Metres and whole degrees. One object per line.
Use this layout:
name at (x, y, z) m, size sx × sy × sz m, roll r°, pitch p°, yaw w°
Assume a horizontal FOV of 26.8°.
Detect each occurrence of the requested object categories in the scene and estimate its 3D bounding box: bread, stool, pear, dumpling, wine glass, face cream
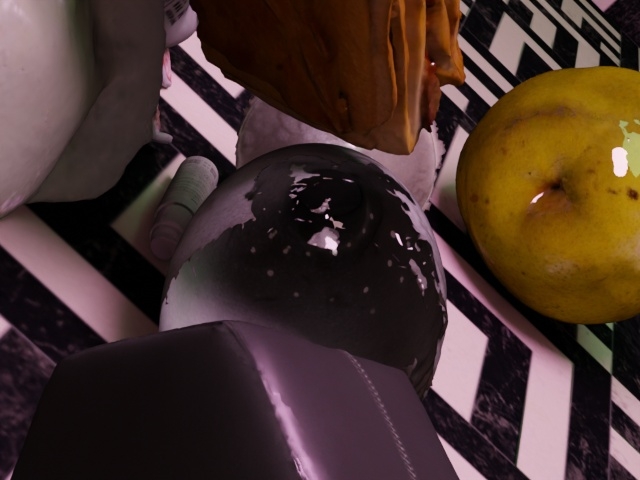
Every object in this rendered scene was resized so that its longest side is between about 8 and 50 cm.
bread at (-0.034, -0.263, 0.861) m, size 0.370 × 0.191 × 0.314 m, roll 39°, pitch -24°, yaw 35°
stool at (-0.042, 0.153, 0.616) m, size 0.141 × 0.232 × 0.232 m, roll 23°, pitch 33°, yaw -44°
pear at (0.284, -0.048, 1.384) m, size 0.294 × 0.294 × 0.294 m, roll 36°, pitch 26°, yaw -21°
dumpling at (-0.243, -0.145, 0.756) m, size 0.212 × 0.270 × 0.320 m, roll 10°, pitch 7°, yaw 16°
wine glass at (-0.001, 0.003, 0.955) m, size 0.190 × 0.190 × 0.357 m, roll 41°, pitch 20°, yaw -11°
face cream at (-0.104, -0.023, 1.002) m, size 0.034 × 0.034 × 0.130 m, roll 40°, pitch 24°, yaw -13°

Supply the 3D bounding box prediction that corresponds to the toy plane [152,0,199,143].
toy plane at (-0.145, -0.202, 1.067) m, size 0.252 × 0.118 × 0.252 m, roll -4°, pitch 90°, yaw -78°
